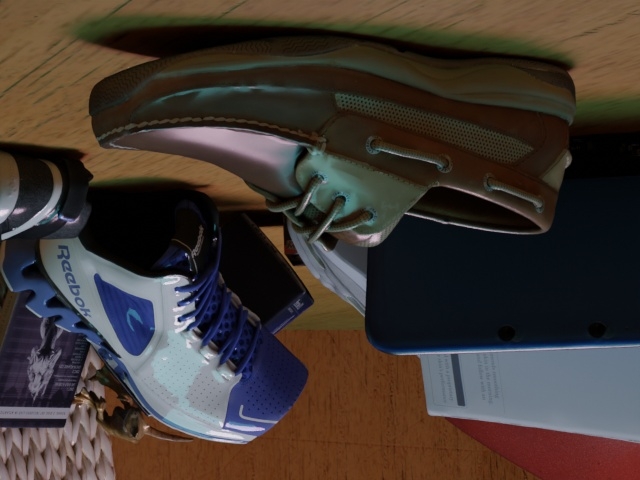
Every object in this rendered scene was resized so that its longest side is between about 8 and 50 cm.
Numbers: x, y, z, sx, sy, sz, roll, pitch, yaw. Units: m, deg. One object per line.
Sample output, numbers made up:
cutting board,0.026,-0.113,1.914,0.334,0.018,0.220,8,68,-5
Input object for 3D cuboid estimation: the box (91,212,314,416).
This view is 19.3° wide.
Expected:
box,-0.119,0.080,1.941,0.207,0.108,0.153,-39,173,0

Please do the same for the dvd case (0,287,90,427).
dvd case,-0.271,0.081,1.879,0.018,0.221,0.164,18,-178,24

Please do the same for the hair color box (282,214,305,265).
hair color box,0.000,0.000,1.966,0.072,0.043,0.141,-2,173,3

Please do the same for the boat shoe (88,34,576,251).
boat shoe,0.019,-0.054,1.137,0.324,0.116,0.123,1,173,-25

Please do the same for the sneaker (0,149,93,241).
sneaker,-0.264,-0.021,1.541,0.121,0.079,0.217,5,170,-38

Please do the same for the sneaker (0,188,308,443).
sneaker,-0.130,0.058,1.732,0.315,0.127,0.182,37,142,-17

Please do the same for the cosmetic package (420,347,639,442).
cosmetic package,0.231,0.054,1.596,0.225,0.138,0.224,6,-154,31

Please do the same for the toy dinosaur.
toy dinosaur,-0.205,0.190,1.978,0.064,0.112,0.211,-43,174,-1

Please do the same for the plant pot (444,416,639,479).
plant pot,0.263,0.104,1.885,0.236,0.267,0.267,14,157,3

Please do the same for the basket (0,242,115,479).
basket,-0.430,0.163,2.026,0.328,0.331,0.266,-5,-175,36

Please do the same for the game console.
game console,0.189,0.008,1.495,0.293,0.173,0.250,-2,173,8

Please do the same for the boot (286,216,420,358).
boot,0.077,0.046,1.761,0.095,0.258,0.123,-45,-169,-13
